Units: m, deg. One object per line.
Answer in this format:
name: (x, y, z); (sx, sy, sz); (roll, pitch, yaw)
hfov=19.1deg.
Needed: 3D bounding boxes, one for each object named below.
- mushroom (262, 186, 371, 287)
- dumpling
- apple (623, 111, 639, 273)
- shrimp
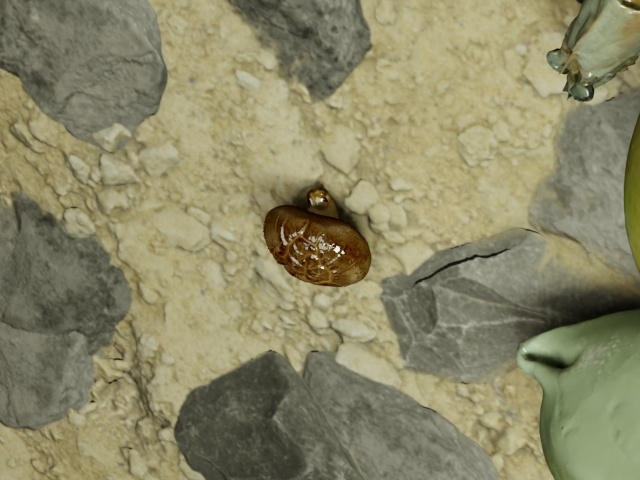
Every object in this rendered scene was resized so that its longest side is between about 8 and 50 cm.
mushroom: (-0.005, 0.005, 2.073); (0.126, 0.085, 0.109); (14, 124, 32)
dumpling: (0.323, 0.201, 1.893); (0.212, 0.320, 0.270); (2, 131, -15)
apple: (0.414, -0.051, 1.627); (0.319, 0.319, 0.277); (12, 135, 26)
shrimp: (0.322, -0.218, 1.656); (0.360, 0.247, 0.085); (-42, 68, 51)
